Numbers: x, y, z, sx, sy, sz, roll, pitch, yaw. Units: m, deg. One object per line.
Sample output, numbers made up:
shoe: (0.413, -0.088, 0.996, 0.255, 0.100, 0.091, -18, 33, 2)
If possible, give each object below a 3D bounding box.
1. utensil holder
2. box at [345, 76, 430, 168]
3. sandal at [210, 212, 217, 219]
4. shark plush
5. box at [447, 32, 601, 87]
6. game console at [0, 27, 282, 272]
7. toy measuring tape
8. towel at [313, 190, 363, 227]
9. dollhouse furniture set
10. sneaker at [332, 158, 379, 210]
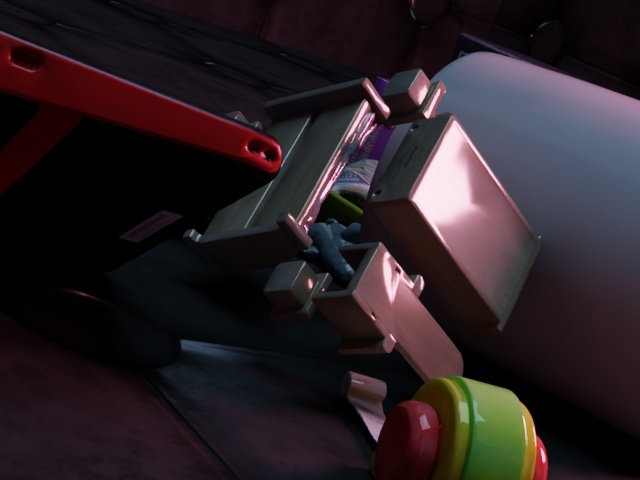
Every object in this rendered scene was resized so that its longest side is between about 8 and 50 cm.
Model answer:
utensil holder: (0.280, 0.006, 1.448, 0.386, 0.327, 0.328, 27, 13, 30)
box: (0.109, -0.128, 2.003, 0.057, 0.200, 0.293, 26, 13, 17)
sandal: (-0.237, -0.092, 1.455, 0.446, 0.107, 0.167, 34, -4, -36)
shark plush: (0.000, 0.000, 1.626, 0.067, 0.073, 0.161, -28, 48, -32)
box: (0.286, -0.081, 1.885, 0.296, 0.294, 0.183, 30, 15, 32)
game console: (-0.252, -0.070, 1.058, 0.342, 0.060, 0.386, 15, -18, -24)
toy measuring tape: (0.086, 0.135, 1.050, 0.121, 0.121, 0.330, 18, 13, -17)
towel: (0.027, -0.016, 1.675, 0.237, 0.021, 0.102, 33, -25, 43)
dollhouse furniture set: (0.004, 0.013, 1.339, 0.356, 0.303, 0.174, -8, -48, 43)
sneaker: (0.109, -0.002, 1.766, 0.283, 0.110, 0.122, 26, 31, 30)
